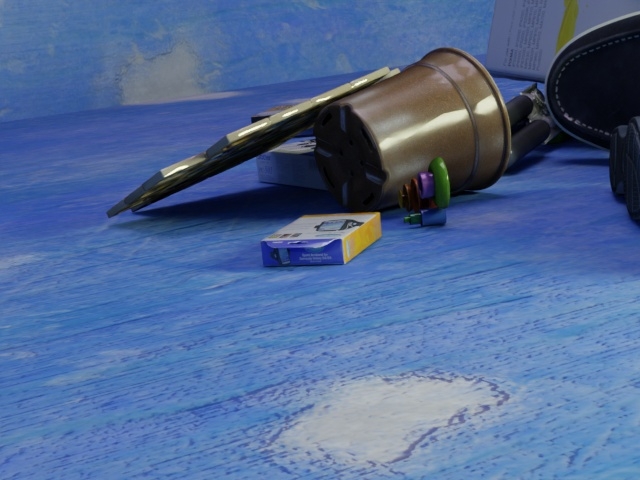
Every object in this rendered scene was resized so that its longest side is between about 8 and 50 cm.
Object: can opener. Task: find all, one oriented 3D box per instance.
[{"bbox_3d":[0.243,-0.137,1.809,0.095,0.076,0.283,-36,-1,31],"label":"can opener"}]

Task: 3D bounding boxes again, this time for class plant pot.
[{"bbox_3d":[0.092,-0.110,1.529,0.165,0.167,0.167,-22,18,-31],"label":"plant pot"}]

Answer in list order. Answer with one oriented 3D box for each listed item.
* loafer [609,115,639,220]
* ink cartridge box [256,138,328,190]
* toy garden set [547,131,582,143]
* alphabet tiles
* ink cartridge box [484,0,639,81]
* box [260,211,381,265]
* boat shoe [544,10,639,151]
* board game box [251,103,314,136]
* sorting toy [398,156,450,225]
[{"bbox_3d":[0.336,-0.075,1.363,0.084,0.096,0.267,1,9,5],"label":"loafer"},{"bbox_3d":[0.010,-0.097,1.772,0.097,0.046,0.207,-13,13,-31],"label":"ink cartridge box"},{"bbox_3d":[0.386,-0.178,1.994,0.244,0.049,0.203,0,12,29],"label":"toy garden set"},{"bbox_3d":[-0.076,-0.114,1.620,0.342,0.011,0.285,-27,0,-31],"label":"alphabet tiles"},{"bbox_3d":[0.451,-0.268,1.882,0.279,0.161,0.384,3,10,-36],"label":"ink cartridge box"},{"bbox_3d":[0.000,0.000,1.310,0.081,0.028,0.136,-2,14,20],"label":"box"},{"bbox_3d":[0.429,-0.164,1.549,0.156,0.187,0.500,-6,14,-38],"label":"boat shoe"},{"bbox_3d":[0.022,-0.210,2.381,0.243,0.042,0.165,-3,11,15],"label":"board game box"},{"bbox_3d":[0.101,-0.044,1.402,0.042,0.061,0.102,-8,-12,-7],"label":"sorting toy"}]
